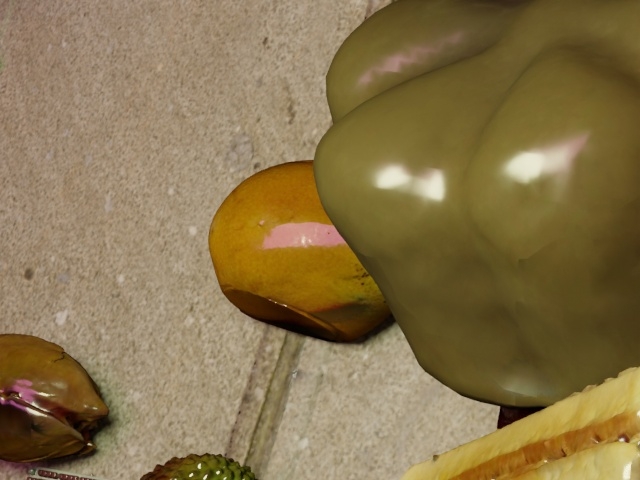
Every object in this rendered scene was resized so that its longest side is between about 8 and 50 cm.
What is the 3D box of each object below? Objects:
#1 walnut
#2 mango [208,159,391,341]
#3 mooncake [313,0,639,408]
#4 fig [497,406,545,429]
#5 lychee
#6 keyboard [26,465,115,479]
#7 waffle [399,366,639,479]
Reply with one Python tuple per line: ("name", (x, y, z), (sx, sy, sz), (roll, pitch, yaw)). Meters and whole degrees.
("walnut", (-0.325, 0.167, 1.969), (0.245, 0.137, 0.137), (3, 71, 38))
("mango", (0.000, 0.000, 1.794), (0.236, 0.136, 0.166), (14, 75, 36))
("mooncake", (0.230, -0.090, 1.480), (0.467, 0.262, 0.467), (-22, 27, 12))
("fig", (0.283, 0.178, 1.491), (0.274, 0.170, 0.145), (24, 122, 25))
("lychee", (-0.121, 0.281, 1.741), (0.171, 0.171, 0.171), (-17, 59, 31))
("keyboard", (-0.253, 0.270, 1.936), (0.166, 0.017, 0.055), (3, 71, 39))
("waffle", (0.231, 0.225, 1.331), (0.376, 0.261, 0.114), (-37, 27, 59))
